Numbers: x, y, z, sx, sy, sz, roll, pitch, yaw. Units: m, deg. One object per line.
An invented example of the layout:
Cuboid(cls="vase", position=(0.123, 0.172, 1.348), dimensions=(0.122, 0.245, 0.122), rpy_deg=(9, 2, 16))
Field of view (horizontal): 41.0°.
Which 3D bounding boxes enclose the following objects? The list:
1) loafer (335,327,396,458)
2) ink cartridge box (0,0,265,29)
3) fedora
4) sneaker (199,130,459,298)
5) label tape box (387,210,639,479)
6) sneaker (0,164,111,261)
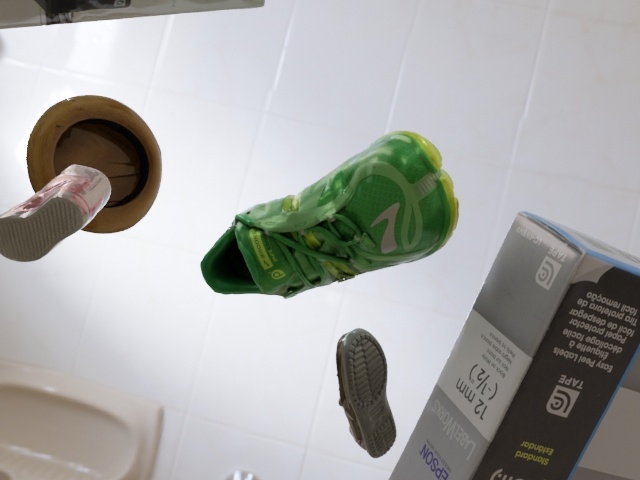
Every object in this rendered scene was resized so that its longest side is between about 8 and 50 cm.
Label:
Cuboid(cls="loafer", position=(0.061, 0.257, 1.452), dimensions=(0.094, 0.251, 0.087), rpy_deg=(-29, 31, -35))
Cuboid(cls="ink cartridge box", position=(-0.209, -0.301, 0.696), dimensions=(0.307, 0.223, 0.129), rpy_deg=(-8, -21, -12))
Cuboid(cls="fedora", position=(-0.302, -0.096, 1.117), dimensions=(0.194, 0.194, 0.079), rpy_deg=(17, -15, -41))
Cuboid(cls="sneaker", position=(0.000, 0.000, 0.730), dimensions=(0.123, 0.109, 0.295), rpy_deg=(-32, 5, -40))
Cuboid(cls="label tape box", position=(0.218, 0.180, 0.745), dimensions=(0.249, 0.348, 0.115), rpy_deg=(19, 11, -23))
Cuboid(cls="sneaker", position=(-0.242, -0.026, 0.776), dimensions=(0.134, 0.070, 0.051), rpy_deg=(-20, -64, 34))
